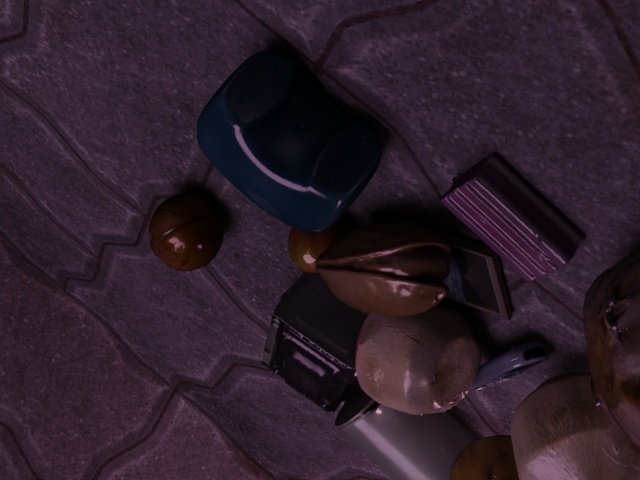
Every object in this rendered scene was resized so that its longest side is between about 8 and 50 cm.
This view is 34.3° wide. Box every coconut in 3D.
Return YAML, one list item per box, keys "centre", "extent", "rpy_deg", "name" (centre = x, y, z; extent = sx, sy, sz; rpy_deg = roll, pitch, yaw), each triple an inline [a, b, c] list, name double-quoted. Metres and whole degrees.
- centre: [0.174, 0.214, 1.971]
  extent: [0.230, 0.227, 0.227]
  rpy_deg: [19, 148, 41]
  name: "coconut"
- centre: [0.459, 0.366, 1.781]
  extent: [0.245, 0.247, 0.245]
  rpy_deg: [0, 130, 0]
  name: "coconut"

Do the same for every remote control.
- centre: [0.346, 0.237, 1.946]
  extent: [0.244, 0.087, 0.047]
  rpy_deg: [131, 128, -63]
  name: "remote control"

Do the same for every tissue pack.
- centre: [-0.058, -0.152, 1.709]
  extent: [0.287, 0.198, 0.206]
  rpy_deg: [37, 152, -2]
  name: "tissue pack"

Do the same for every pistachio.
- centre: [0.110, 0.049, 1.797]
  extent: [0.181, 0.162, 0.293]
  rpy_deg: [11, 177, -38]
  name: "pistachio"

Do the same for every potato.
- centre: [0.411, 0.550, 2.162]
  extent: [0.299, 0.239, 0.116]
  rpy_deg: [34, -162, -3]
  name: "potato"

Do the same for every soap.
- centre: [0.295, -0.032, 1.601]
  extent: [0.203, 0.065, 0.122]
  rpy_deg: [42, 153, -7]
  name: "soap"

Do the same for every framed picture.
- centre: [0.220, 0.042, 1.867]
  extent: [0.260, 0.023, 0.189]
  rpy_deg: [20, 149, 34]
  name: "framed picture"

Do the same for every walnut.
- centre: [-0.295, -0.017, 2.269]
  extent: [0.167, 0.167, 0.207]
  rpy_deg: [40, 156, -2]
  name: "walnut"

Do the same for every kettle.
- centre: [0.211, 0.432, 2.334]
  extent: [0.318, 0.265, 0.205]
  rpy_deg: [42, 119, -6]
  name: "kettle"

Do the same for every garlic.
- centre: [0.480, 0.156, 1.436]
  extent: [0.241, 0.322, 0.322]
  rpy_deg: [10, 146, 12]
  name: "garlic"

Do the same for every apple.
- centre: [0.000, 0.001, 1.959]
  extent: [0.126, 0.126, 0.102]
  rpy_deg: [11, 124, 43]
  name: "apple"

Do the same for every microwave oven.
- centre: [0.004, 0.221, 2.237]
  extent: [0.237, 0.181, 0.295]
  rpy_deg: [35, 153, 10]
  name: "microwave oven"

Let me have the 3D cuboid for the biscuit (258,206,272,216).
- centre: [-0.107, -0.141, 1.970]
  extent: [0.187, 0.036, 0.273]
  rpy_deg: [41, 153, -4]
  name: "biscuit"

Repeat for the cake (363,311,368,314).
- centre: [0.109, 0.094, 1.932]
  extent: [0.052, 0.121, 0.065]
  rpy_deg: [38, 164, 17]
  name: "cake"
